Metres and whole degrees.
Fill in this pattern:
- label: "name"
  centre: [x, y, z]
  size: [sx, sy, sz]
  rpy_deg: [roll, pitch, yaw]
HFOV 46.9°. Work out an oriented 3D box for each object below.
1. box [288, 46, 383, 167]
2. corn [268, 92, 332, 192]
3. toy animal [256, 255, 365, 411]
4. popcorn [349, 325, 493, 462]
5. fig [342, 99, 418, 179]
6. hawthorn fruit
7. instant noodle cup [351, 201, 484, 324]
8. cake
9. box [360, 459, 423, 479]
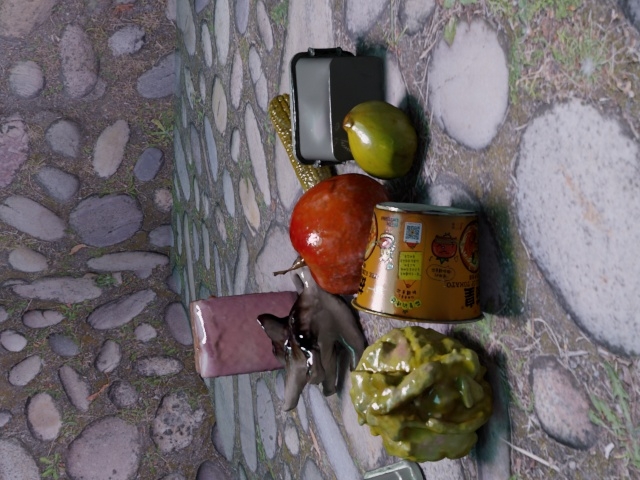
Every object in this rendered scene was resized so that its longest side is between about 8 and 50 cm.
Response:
- label: "box"
  centre: [0.039, -0.264, 1.468]
  size: [0.135, 0.163, 0.243]
  rpy_deg: [17, 112, 58]
- label: "corn"
  centre: [-0.047, -0.234, 1.777]
  size: [0.097, 0.097, 0.319]
  rpy_deg: [112, 143, -52]
- label: "toy animal"
  centre: [-0.034, 0.219, 1.783]
  size: [0.344, 0.194, 0.302]
  rpy_deg: [-52, 53, 57]
- label: "popcorn"
  centre: [0.163, 0.261, 1.252]
  size: [0.259, 0.212, 0.259]
  rpy_deg: [167, 90, -75]
- label: "fig"
  centre: [0.113, -0.184, 1.349]
  size: [0.153, 0.121, 0.136]
  rpy_deg: [57, 151, 2]
- label: "hawthorn fruit"
  centre: [0.031, 0.003, 1.395]
  size: [0.241, 0.272, 0.242]
  rpy_deg: [63, 176, 8]
- label: "instant noodle cup"
  centre: [0.163, 0.031, 1.185]
  size: [0.216, 0.216, 0.172]
  rpy_deg: [-161, 74, -67]
- label: "cake"
  centre: [-0.213, 0.263, 2.106]
  size: [0.237, 0.309, 0.229]
  rpy_deg: [172, 95, -73]
- label: "box"
  centre: [0.094, 0.584, 1.570]
  size: [0.312, 0.183, 0.175]
  rpy_deg: [127, 131, -61]
